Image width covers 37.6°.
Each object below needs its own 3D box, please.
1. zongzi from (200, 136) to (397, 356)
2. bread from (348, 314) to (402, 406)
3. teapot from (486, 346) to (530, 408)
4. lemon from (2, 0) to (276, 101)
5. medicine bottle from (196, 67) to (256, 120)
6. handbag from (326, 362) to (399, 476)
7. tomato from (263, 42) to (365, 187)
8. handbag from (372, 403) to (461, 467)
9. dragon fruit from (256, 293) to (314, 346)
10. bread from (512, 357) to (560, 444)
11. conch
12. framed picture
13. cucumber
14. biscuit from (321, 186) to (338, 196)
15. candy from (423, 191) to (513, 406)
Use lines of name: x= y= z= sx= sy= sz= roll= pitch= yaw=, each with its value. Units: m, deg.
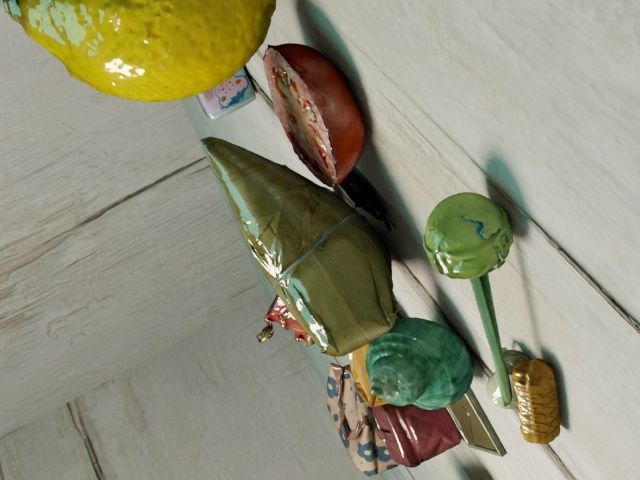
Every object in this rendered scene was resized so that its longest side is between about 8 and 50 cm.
zongzi: x=-0.035 y=-0.035 z=1.516 sx=0.393 sy=0.174 sz=0.356 roll=50 pitch=-170 yaw=-9
bread: x=0.119 y=0.218 z=1.807 sx=0.199 sy=0.104 sz=0.199 roll=172 pitch=90 yaw=-77
teapot: x=0.245 y=0.172 z=1.211 sx=0.083 sy=0.057 sz=0.067 roll=89 pitch=163 yaw=-55
lemon: x=-0.245 y=-0.368 z=1.307 sx=0.350 sy=0.387 sz=0.350 roll=169 pitch=90 yaw=-71
medicine bottle: x=-0.227 y=-0.364 z=1.996 sx=0.188 sy=0.119 sz=0.094 roll=64 pitch=174 yaw=-23
handbag: x=0.121 y=0.378 z=2.146 sx=0.193 sy=0.190 sz=0.251 roll=87 pitch=159 yaw=-47
tomato: x=0.000 y=-0.192 z=1.365 sx=0.225 sy=0.085 sz=0.225 roll=61 pitch=169 yaw=21
handbag: x=0.184 y=0.370 z=1.890 sx=0.225 sy=0.135 sz=0.146 roll=125 pitch=121 yaw=-81
dragon fruit: x=-0.018 y=0.119 z=2.040 sx=0.147 sy=0.282 sz=0.211 roll=26 pitch=172 yaw=-2
bread: x=0.268 y=0.201 z=1.162 sx=0.157 sy=0.052 sz=0.044 roll=71 pitch=-161 yaw=-45
conch: x=0.145 y=0.199 z=1.466 sx=0.202 sy=0.196 sz=0.134 roll=11 pitch=-124 yaw=-42
framed picture: x=0.257 y=0.305 z=1.659 sx=0.150 sy=0.015 sz=0.203 roll=61 pitch=171 yaw=4
cucumber: x=0.068 y=-0.069 z=1.505 sx=0.043 sy=0.039 sz=0.163 roll=51 pitch=-178 yaw=-41
biscuit: x=0.000 y=0.000 z=1.759 sx=0.049 sy=0.181 sz=0.208 roll=14 pitch=139 yaw=27
candy: x=0.190 y=0.083 z=1.079 sx=0.093 sy=0.092 sz=0.335 roll=-66 pitch=-33 yaw=-43
